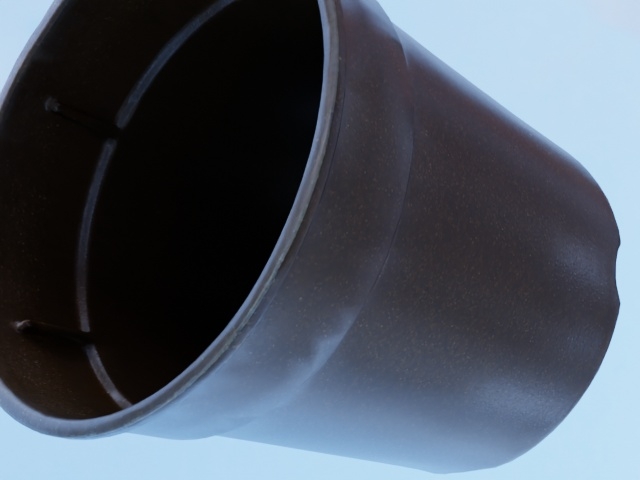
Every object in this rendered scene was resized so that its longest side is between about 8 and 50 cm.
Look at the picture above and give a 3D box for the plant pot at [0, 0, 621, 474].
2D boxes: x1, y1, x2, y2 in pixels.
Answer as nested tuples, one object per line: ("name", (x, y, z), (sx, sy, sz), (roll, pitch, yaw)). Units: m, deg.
("plant pot", (0.000, 0.000, 0.504), (0.165, 0.167, 0.167), (24, -113, -41))
